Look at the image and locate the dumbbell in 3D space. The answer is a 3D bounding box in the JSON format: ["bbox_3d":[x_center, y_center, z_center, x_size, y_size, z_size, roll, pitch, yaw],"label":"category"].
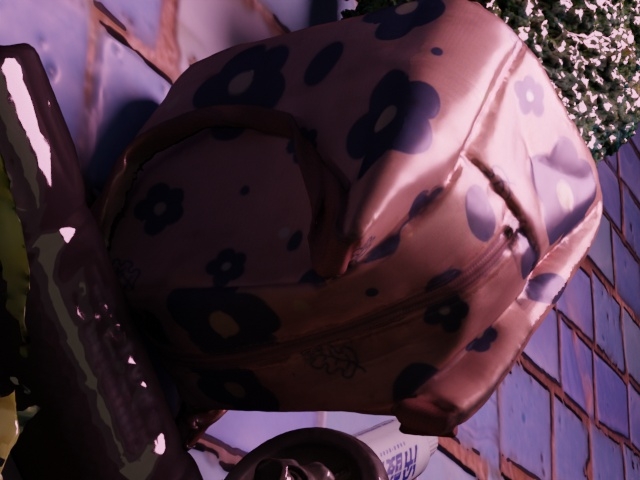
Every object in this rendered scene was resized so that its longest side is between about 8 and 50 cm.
[{"bbox_3d":[0.020,0.212,0.760,0.110,0.110,0.254,-75,148,-42],"label":"dumbbell"}]

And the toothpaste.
[{"bbox_3d":[0.010,0.168,0.872,0.297,0.048,0.074,-9,95,-62],"label":"toothpaste"}]

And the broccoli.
[{"bbox_3d":[0.104,-0.152,0.934,0.297,0.297,0.297,41,21,-54],"label":"broccoli"}]

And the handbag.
[{"bbox_3d":[0.000,0.000,0.684,0.190,0.251,0.193,56,43,-30],"label":"handbag"}]

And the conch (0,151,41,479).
[{"bbox_3d":[-0.165,-0.001,0.449,0.250,0.137,0.143,51,3,-43],"label":"conch"}]

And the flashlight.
[{"bbox_3d":[-0.105,0.108,0.602,0.103,0.103,0.424,-49,123,-59],"label":"flashlight"}]
